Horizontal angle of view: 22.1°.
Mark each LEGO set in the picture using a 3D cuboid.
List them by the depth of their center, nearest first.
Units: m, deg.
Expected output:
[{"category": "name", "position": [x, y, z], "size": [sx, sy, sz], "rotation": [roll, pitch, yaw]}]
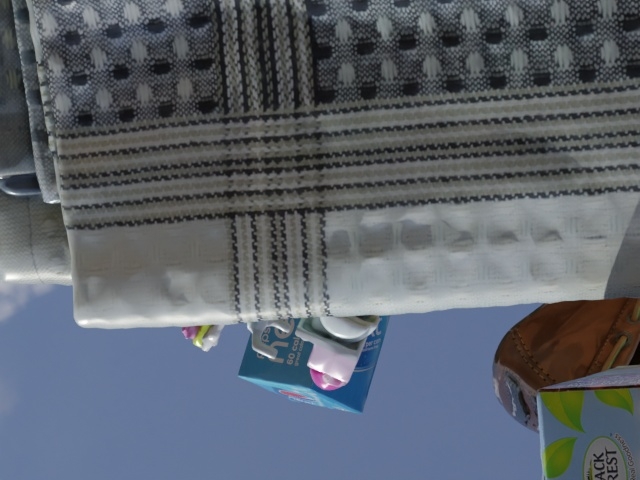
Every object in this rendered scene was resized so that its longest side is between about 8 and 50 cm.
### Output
[{"category": "LEGO set", "position": [0.000, 0.000, 0.960], "size": [0.107, 0.132, 0.287], "rotation": [-59, 173, 27]}]

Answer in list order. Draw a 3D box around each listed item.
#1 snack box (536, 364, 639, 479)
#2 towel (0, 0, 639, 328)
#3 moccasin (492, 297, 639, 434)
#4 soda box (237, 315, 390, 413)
[{"category": "snack box", "position": [0.204, 0.079, 0.637], "size": [0.207, 0.070, 0.174], "rotation": [-4, 177, 20]}, {"category": "towel", "position": [-0.010, -0.118, 0.632], "size": [0.324, 0.312, 0.056], "rotation": [-1, -162, 16]}, {"category": "moccasin", "position": [0.311, 0.033, 1.373], "size": [0.380, 0.139, 0.147], "rotation": [-36, -135, -29]}, {"category": "soda box", "position": [0.015, 0.013, 1.188], "size": [0.071, 0.067, 0.210], "rotation": [6, -106, 40]}]
